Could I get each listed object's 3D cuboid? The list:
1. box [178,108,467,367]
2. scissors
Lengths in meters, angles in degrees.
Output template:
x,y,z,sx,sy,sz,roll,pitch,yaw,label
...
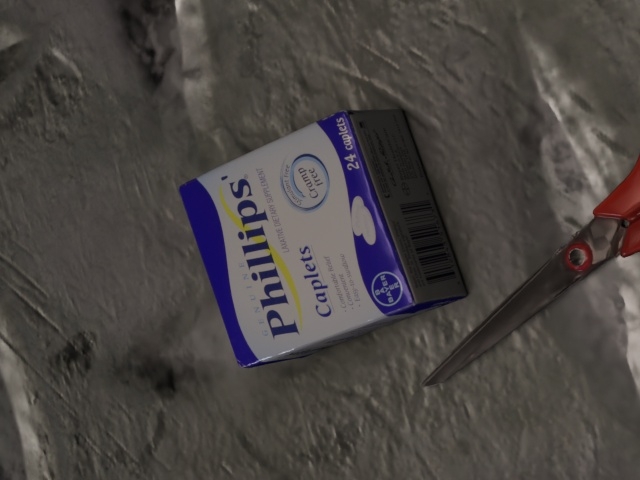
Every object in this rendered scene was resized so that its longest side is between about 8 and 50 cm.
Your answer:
x,y,z,sx,sy,sz,roll,pitch,yaw,label
0.000,0.000,0.997,0.137,0.072,0.126,-23,82,32,box
0.161,-0.010,0.931,0.297,0.021,0.109,-27,84,32,scissors
